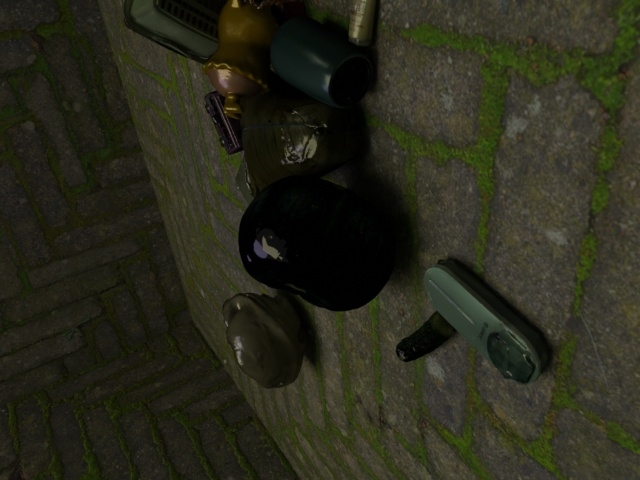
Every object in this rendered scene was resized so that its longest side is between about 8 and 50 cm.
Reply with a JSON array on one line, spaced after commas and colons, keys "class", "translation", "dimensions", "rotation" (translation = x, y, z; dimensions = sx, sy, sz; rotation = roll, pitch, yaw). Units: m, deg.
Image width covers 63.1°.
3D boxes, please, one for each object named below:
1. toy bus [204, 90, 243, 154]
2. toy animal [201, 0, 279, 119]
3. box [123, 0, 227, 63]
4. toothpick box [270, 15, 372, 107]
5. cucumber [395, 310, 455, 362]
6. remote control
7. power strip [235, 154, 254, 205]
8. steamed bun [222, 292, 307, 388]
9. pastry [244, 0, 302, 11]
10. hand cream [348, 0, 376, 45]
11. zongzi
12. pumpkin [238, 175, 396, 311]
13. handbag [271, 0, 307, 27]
[{"class": "toy bus", "translation": [-0.248, -0.339, 1.453], "dimensions": [0.098, 0.087, 0.178], "rotation": [-9, 106, 63]}, {"class": "toy animal", "translation": [-0.151, -0.354, 0.998], "dimensions": [0.156, 0.156, 0.229], "rotation": [3, 86, 63]}, {"class": "box", "translation": [-0.276, -0.533, 1.076], "dimensions": [0.166, 0.220, 0.290], "rotation": [7, 84, 47]}, {"class": "toothpick box", "translation": [0.003, -0.312, 0.919], "dimensions": [0.184, 0.120, 0.120], "rotation": [43, 147, 38]}, {"class": "cucumber", "translation": [0.204, 0.195, 1.021], "dimensions": [0.058, 0.058, 0.187], "rotation": [59, 154, 18]}, {"class": "remote control", "translation": [0.262, 0.127, 0.848], "dimensions": [0.247, 0.052, 0.104], "rotation": [48, 151, 35]}, {"class": "power strip", "translation": [-0.187, -0.186, 1.502], "dimensions": [0.118, 0.046, 0.270], "rotation": [60, 154, 9]}, {"class": "steamed bun", "translation": [-0.155, 0.304, 1.675], "dimensions": [0.324, 0.219, 0.309], "rotation": [56, -175, -43]}, {"class": "pastry", "translation": [-0.047, -0.486, 0.805], "dimensions": [0.275, 0.193, 0.275], "rotation": [-22, 57, 37]}, {"class": "hand cream", "translation": [0.069, -0.383, 0.827], "dimensions": [0.061, 0.039, 0.143], "rotation": [43, 142, 43]}, {"class": "zongzi", "translation": [-0.062, -0.290, 1.075], "dimensions": [0.323, 0.160, 0.360], "rotation": [-19, 79, 53]}, {"class": "pumpkin", "translation": [0.000, 0.000, 1.018], "dimensions": [0.315, 0.238, 0.315], "rotation": [18, 159, 7]}, {"class": "handbag", "translation": [-0.101, -0.466, 1.074], "dimensions": [0.190, 0.063, 0.127], "rotation": [6, 117, 58]}]
